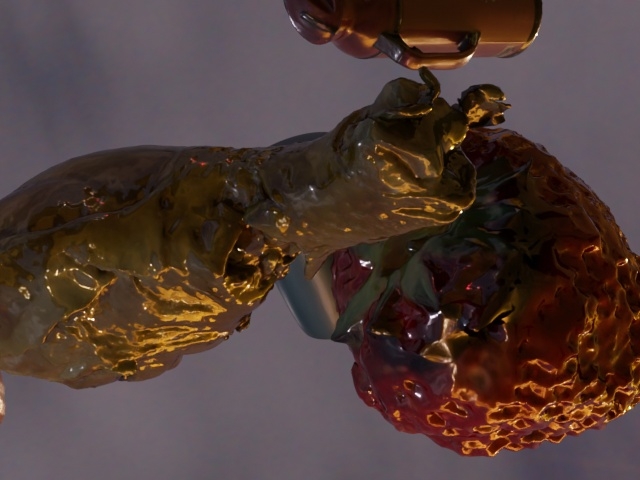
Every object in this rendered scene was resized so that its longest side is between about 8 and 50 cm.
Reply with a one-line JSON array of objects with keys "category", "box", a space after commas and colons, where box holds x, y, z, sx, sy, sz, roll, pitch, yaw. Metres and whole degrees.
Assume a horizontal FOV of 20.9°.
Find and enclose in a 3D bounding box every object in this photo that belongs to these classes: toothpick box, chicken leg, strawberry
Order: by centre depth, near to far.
[{"category": "chicken leg", "box": [-0.069, -0.010, 1.153, 0.201, 0.429, 0.152, 38, -136, -43]}, {"category": "strawberry", "box": [0.151, 0.062, 1.526, 0.310, 0.292, 0.291, 58, -141, -41]}, {"category": "toothpick box", "box": [0.000, 0.000, 1.659, 0.120, 0.120, 0.184, -47, -55, -46]}]

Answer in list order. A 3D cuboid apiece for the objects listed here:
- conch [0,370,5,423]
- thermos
[{"category": "conch", "box": [-0.304, 0.103, 1.259, 0.093, 0.109, 0.330, 47, 174, 20]}, {"category": "thermos", "box": [0.100, -0.242, 1.915, 0.330, 0.109, 0.136, -6, -99, -42]}]
